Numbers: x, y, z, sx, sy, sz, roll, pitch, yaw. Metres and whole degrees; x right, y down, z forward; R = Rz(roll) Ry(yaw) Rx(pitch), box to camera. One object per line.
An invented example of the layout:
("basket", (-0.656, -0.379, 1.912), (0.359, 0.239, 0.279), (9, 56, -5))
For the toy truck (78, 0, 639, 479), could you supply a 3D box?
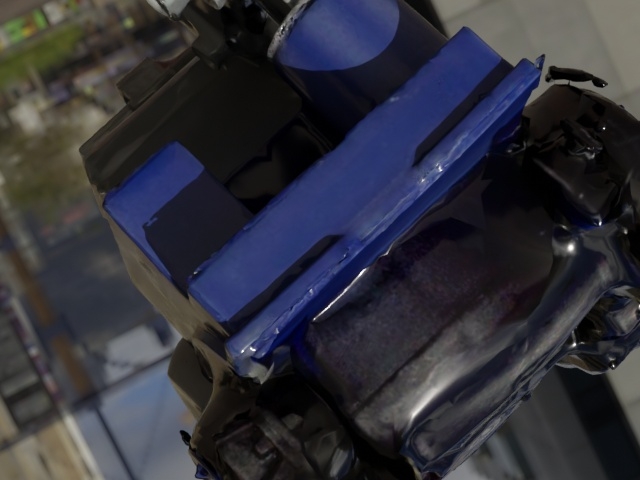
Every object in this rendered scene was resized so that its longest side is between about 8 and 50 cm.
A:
("toy truck", (0.000, 0.000, 0.576), (0.161, 0.177, 0.213), (-43, 171, -11))
